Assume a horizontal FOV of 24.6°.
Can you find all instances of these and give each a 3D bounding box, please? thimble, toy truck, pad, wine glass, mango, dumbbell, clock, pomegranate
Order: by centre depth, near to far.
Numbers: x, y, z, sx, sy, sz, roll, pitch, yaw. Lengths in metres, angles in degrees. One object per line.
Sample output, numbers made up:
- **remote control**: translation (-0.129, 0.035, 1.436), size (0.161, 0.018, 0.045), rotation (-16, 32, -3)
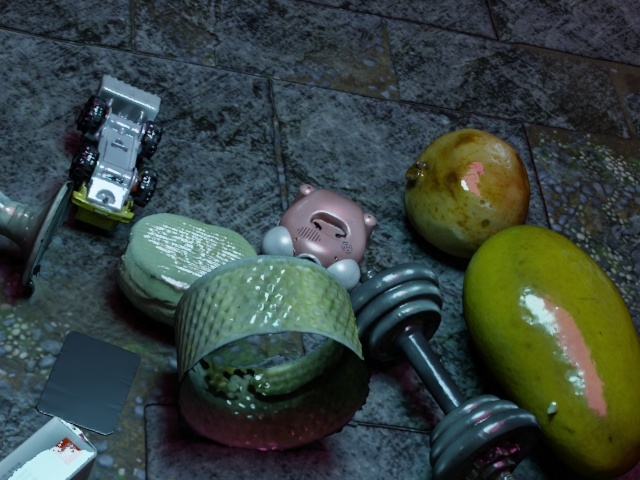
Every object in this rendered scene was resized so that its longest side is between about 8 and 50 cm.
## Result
- **thimble**: translation (-0.073, 0.156, 2.017), size (0.271, 0.270, 0.150), rotation (7, 45, -18)
- **pad**: translation (-0.323, 0.198, 2.054), size (0.112, 0.003, 0.157), rotation (20, 43, -4)
- **wine glass**: translation (-0.537, -0.073, 2.096), size (0.357, 0.190, 0.190), rotation (26, 43, -6)
- **dumbbell**: translation (0.168, 0.200, 2.146), size (0.179, 0.179, 0.406), rotation (-12, 54, -33)
- **mango**: translation (0.367, 0.167, 2.218), size (0.301, 0.220, 0.445), rotation (34, 25, -39)
- **toy truck**: translation (-0.326, -0.136, 2.303), size (0.136, 0.111, 0.285), rotation (23, 40, -17)
- **clock**: translation (0.000, 0.000, 2.333), size (0.166, 0.092, 0.162), rotation (26, 46, 0)
- **pomegranate**: translation (0.239, -0.082, 2.430), size (0.215, 0.215, 0.215), rotation (13, 44, -13)

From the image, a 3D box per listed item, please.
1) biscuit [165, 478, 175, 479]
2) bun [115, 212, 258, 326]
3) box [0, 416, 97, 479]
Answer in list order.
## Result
- **biscuit**: translation (-0.177, 0.386, 1.905), size (0.170, 0.050, 0.170), rotation (8, 41, -7)
- **bun**: translation (-0.194, 0.056, 2.178), size (0.221, 0.108, 0.221), rotation (14, 35, -10)
- **box**: translation (-0.394, 0.341, 1.789), size (0.079, 0.135, 0.269), rotation (39, 45, 10)
